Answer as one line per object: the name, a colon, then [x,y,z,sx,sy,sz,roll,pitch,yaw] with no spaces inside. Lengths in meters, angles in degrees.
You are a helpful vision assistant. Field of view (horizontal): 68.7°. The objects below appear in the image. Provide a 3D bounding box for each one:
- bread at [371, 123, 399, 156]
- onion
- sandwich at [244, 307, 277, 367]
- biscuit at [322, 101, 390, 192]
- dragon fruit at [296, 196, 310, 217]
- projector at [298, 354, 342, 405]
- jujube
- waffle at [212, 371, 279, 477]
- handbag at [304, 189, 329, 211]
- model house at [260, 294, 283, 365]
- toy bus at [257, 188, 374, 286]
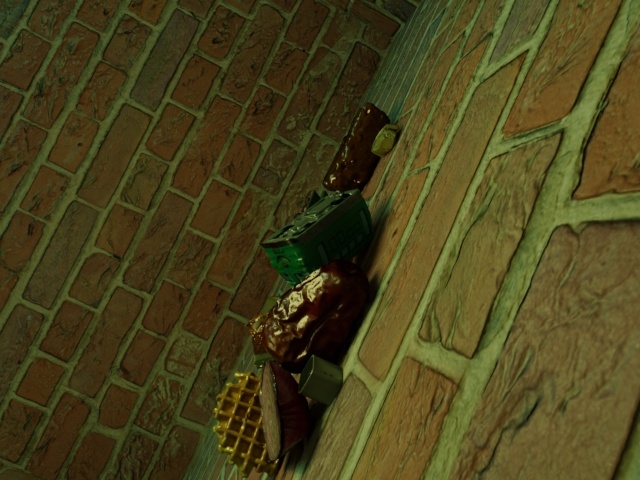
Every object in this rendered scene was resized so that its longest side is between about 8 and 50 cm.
bread: [0.260,-0.399,1.859,0.156,0.064,0.117,174,118,-79]
onion: [-0.087,0.428,1.209,0.250,0.112,0.247,115,148,-60]
sandwich: [-0.122,0.284,1.414,0.235,0.159,0.079,-26,9,4]
biscuit: [0.161,-0.389,2.088,0.394,0.167,0.342,-65,9,2]
dragon fruit: [-0.013,-0.092,2.211,0.274,0.192,0.193,-55,-11,-55]
projector: [0.000,0.343,1.153,0.083,0.082,0.083,-61,9,19]
jujube: [-0.006,0.203,1.252,0.342,0.216,0.216,-54,10,13]
waffle: [-0.172,0.511,1.356,0.309,0.284,0.065,61,151,23]
handbag: [-0.005,0.002,1.680,0.268,0.100,0.274,60,-143,-44]
model house: [-0.068,0.262,1.585,0.239,0.173,0.268,-17,-29,-35]
toy bus: [0.004,0.000,1.419,0.184,0.199,0.344,-6,25,48]
